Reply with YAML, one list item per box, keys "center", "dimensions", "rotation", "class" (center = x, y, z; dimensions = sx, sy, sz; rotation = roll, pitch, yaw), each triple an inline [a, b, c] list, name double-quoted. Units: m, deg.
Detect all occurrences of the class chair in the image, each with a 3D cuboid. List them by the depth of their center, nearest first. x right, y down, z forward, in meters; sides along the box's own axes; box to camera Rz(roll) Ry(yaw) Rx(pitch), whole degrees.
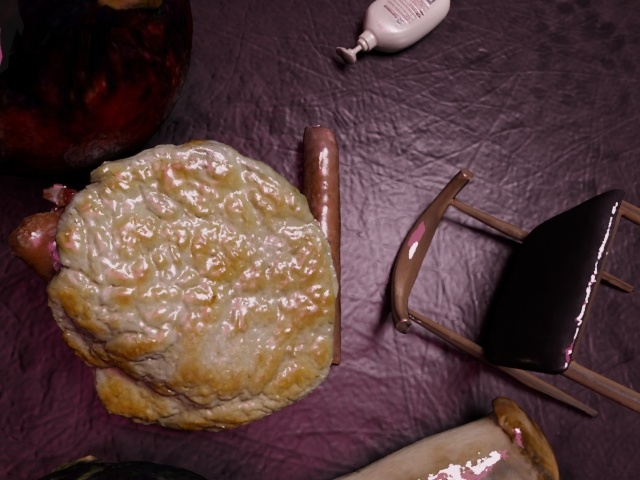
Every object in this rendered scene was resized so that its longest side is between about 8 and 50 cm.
- center: [0.220, 0.051, 0.464]
  dimensions: [0.271, 0.166, 0.188]
  rotation: [26, 76, 0]
  class: "chair"

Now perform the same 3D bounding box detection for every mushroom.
- center: [0.079, 0.250, 0.454]
  dimensions: [0.311, 0.081, 0.100]
  rotation: [-23, 76, -6]
  class: "mushroom"

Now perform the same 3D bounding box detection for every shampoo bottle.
- center: [0.085, -0.263, 0.583]
  dimensions: [0.152, 0.045, 0.077]
  rotation: [-43, 87, -15]
  class: "shampoo bottle"

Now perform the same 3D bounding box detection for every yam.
- center: [0.000, 0.000, 0.516]
  dimensions: [0.046, 0.046, 0.264]
  rotation: [1, 79, -6]
  class: "yam"

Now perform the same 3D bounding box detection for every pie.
- center: [-0.112, 0.046, 0.441]
  dimensions: [0.256, 0.105, 0.275]
  rotation: [-24, 101, -4]
  class: "pie"

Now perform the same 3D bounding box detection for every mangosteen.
- center: [-0.249, -0.203, 0.406]
  dimensions: [0.310, 0.311, 0.312]
  rotation: [1, 77, -6]
  class: "mangosteen"

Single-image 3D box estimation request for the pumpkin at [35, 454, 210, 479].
- center: [-0.150, 0.319, 0.317]
  dimensions: [0.322, 0.241, 0.324]
  rotation: [-1, 82, 8]
  class: "pumpkin"
